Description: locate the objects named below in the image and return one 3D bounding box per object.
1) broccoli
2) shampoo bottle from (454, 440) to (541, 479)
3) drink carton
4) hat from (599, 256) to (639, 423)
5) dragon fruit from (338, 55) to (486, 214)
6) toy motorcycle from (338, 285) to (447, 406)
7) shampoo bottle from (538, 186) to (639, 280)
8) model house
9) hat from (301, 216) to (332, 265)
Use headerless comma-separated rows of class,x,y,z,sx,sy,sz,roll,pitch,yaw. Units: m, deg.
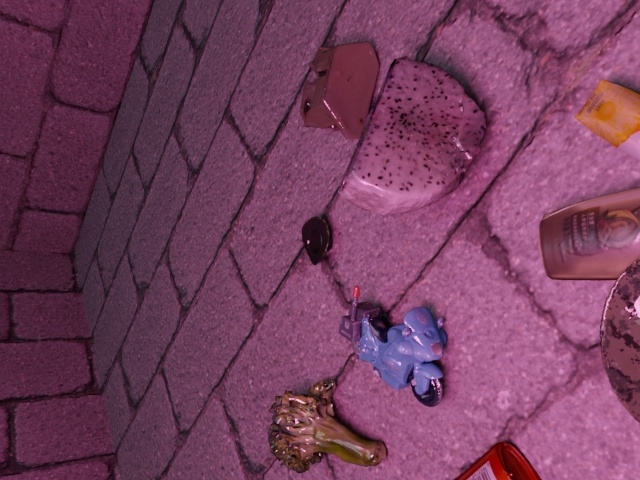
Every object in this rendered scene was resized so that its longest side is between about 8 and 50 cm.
broccoli,0.022,0.419,1.207,0.275,0.177,0.198,-10,39,22
shampoo bottle,0.254,0.484,0.922,0.314,0.076,0.118,-59,46,29
drink carton,0.461,-0.147,0.735,0.200,0.075,0.084,54,127,38
hat,0.483,0.133,0.635,0.266,0.129,0.265,-28,56,51
dragon fruit,0.168,-0.163,1.013,0.221,0.204,0.282,120,173,-72
toy motorcycle,0.145,0.198,1.058,0.272,0.124,0.181,26,116,49
shampoo bottle,0.473,-0.016,0.700,0.350,0.084,0.125,-13,77,49
model house,0.029,-0.354,1.265,0.188,0.123,0.229,11,90,56
hat,0.000,0.000,1.312,0.121,0.051,0.121,5,97,53
